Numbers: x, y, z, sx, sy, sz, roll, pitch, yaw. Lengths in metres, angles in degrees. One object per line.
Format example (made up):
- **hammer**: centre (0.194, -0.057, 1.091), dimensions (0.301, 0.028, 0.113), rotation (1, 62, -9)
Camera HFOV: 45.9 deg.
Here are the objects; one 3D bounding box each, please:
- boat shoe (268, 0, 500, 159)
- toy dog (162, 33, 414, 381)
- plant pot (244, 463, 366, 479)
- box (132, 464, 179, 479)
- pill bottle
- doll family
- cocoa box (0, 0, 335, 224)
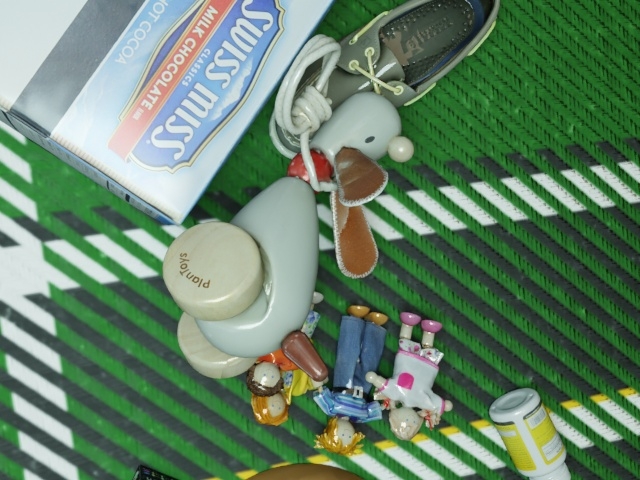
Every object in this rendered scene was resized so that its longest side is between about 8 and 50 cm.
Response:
- **boat shoe**: centre (0.073, -0.200, 0.855), dimensions (0.305, 0.091, 0.109), rotation (-37, 98, -11)
- **toy dog**: centre (0.000, 0.000, 0.705), dimensions (0.161, 0.220, 0.333), rotation (31, 85, 17)
- **plant pot**: centre (-0.002, 0.406, 0.785), dimensions (0.291, 0.203, 0.290), rotation (0, 91, -14)
- **box**: centre (-0.181, 0.286, 0.802), dimensions (0.052, 0.083, 0.062), rotation (26, 84, -13)
- **pill bottle**: centre (0.257, 0.244, 0.915), dimensions (0.065, 0.065, 0.116), rotation (-28, 96, -12)
- **doll family**: centre (0.011, 0.147, 0.841), dimensions (0.263, 0.118, 0.163), rotation (21, 68, -17)
- **cocoa box**: centre (-0.139, -0.212, 0.733), dimensions (0.228, 0.231, 0.347), rotation (35, 83, -11)
